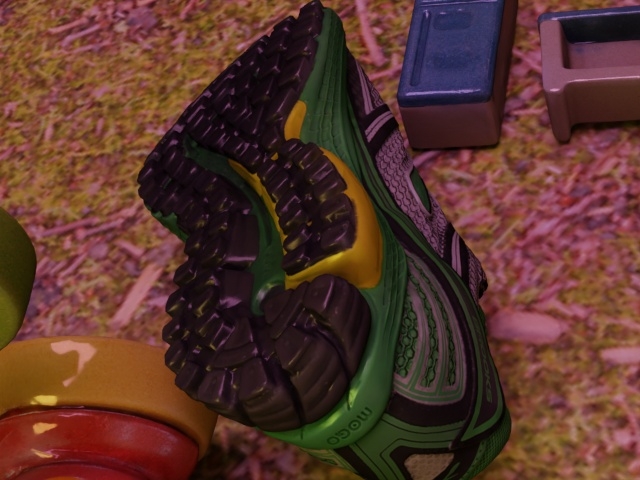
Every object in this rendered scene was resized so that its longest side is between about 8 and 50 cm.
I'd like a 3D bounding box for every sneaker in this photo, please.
[{"bbox_3d":[0.000,0.000,0.695,0.134,0.146,0.343,-39,30,19],"label":"sneaker"}]

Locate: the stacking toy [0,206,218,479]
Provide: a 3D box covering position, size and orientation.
[{"bbox_3d":[-0.216,0.098,0.581,0.308,0.279,0.130,-7,60,11],"label":"stacking toy"}]

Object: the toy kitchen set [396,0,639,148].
[{"bbox_3d":[0.139,-0.151,0.736,0.207,0.166,0.122,-1,51,17],"label":"toy kitchen set"}]
